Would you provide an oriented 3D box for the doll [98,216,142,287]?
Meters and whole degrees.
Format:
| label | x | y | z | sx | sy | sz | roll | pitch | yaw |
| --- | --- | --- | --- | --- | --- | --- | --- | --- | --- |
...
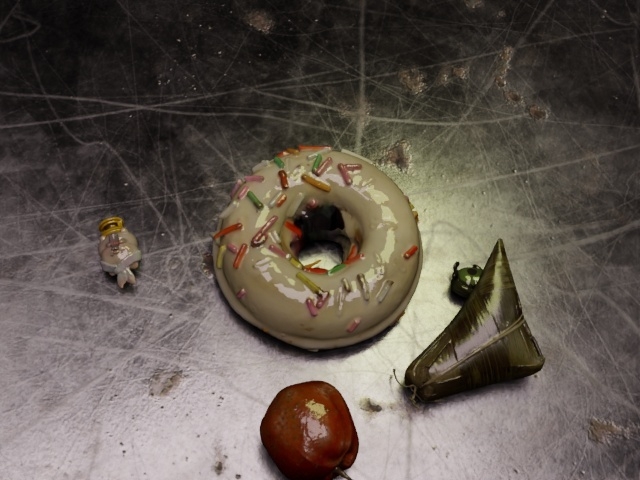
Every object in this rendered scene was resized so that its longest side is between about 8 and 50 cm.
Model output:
| label | x | y | z | sx | sy | sz | roll | pitch | yaw |
| --- | --- | --- | --- | --- | --- | --- | --- | --- | --- |
| doll | -0.351 | 0.018 | 1.925 | 0.073 | 0.084 | 0.127 | -17 | 62 | -9 |

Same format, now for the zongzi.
| label | x | y | z | sx | sy | sz | roll | pitch | yaw |
| --- | --- | --- | --- | --- | --- | --- | --- | --- | --- |
| zongzi | 0.232 | 0.141 | 1.891 | 0.248 | 0.111 | 0.240 | -15 | 84 | -10 |

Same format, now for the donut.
| label | x | y | z | sx | sy | sz | roll | pitch | yaw |
| --- | --- | --- | --- | --- | --- | --- | --- | --- | --- |
| donut | 0.000 | 0.000 | 1.932 | 0.383 | 0.142 | 0.382 | 2 | 67 | -4 |

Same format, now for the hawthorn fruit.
| label | x | y | z | sx | sy | sz | roll | pitch | yaw |
| --- | --- | --- | --- | --- | --- | --- | --- | --- | --- |
| hawthorn fruit | -0.004 | 0.325 | 1.784 | 0.157 | 0.157 | 0.194 | -33 | 62 | -16 |

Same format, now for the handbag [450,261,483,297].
| label | x | y | z | sx | sy | sz | roll | pitch | yaw |
| --- | --- | --- | --- | --- | --- | --- | --- | --- | --- |
| handbag | 0.286 | 0.076 | 1.970 | 0.111 | 0.047 | 0.072 | 13 | 34 | 2 |
